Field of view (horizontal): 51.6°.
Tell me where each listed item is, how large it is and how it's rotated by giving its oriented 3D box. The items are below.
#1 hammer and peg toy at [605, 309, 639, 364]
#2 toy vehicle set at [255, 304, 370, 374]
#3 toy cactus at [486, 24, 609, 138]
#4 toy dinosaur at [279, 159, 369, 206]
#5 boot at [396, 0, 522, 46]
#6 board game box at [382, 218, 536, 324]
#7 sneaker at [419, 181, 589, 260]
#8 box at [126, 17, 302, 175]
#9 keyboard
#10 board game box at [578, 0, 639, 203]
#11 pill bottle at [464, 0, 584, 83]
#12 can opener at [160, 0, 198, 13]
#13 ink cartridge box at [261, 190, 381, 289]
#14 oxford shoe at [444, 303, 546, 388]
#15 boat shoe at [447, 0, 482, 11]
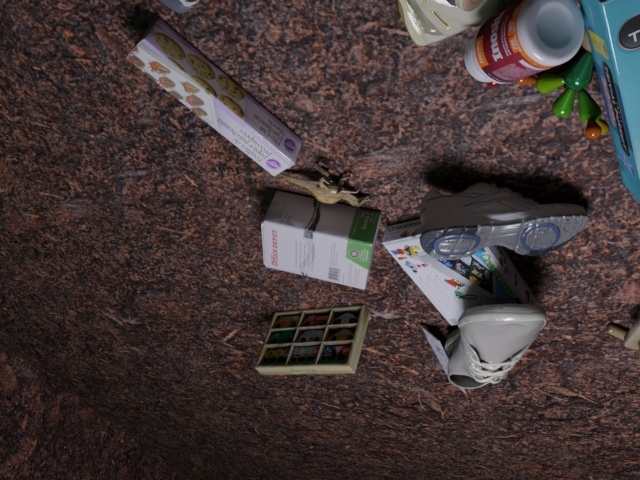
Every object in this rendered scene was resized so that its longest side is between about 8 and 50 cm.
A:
[{"bbox_3d":[0.720,0.188,1.252,0.265,0.127,0.361,13,144,6],"label":"hammer and peg toy"},{"bbox_3d":[-0.019,0.242,1.601,0.266,0.166,0.035,-8,137,31],"label":"toy vehicle set"},{"bbox_3d":[0.350,-0.237,0.885,0.219,0.112,0.180,23,135,7],"label":"toy cactus"},{"bbox_3d":[0.005,-0.102,1.235,0.183,0.053,0.093,18,146,0],"label":"toy dinosaur"},{"bbox_3d":[0.166,-0.344,0.826,0.165,0.077,0.213,-4,146,28],"label":"boot"},{"bbox_3d":[0.284,0.063,1.334,0.193,0.053,0.305,-12,135,35],"label":"board game box"},{"bbox_3d":[0.311,-0.048,1.135,0.297,0.129,0.111,-1,142,-6],"label":"sneaker"},{"bbox_3d":[-0.171,-0.236,1.122,0.324,0.067,0.063,39,139,-25],"label":"box"},{"bbox_3d":[0.304,0.295,1.628,0.014,0.072,0.256,-36,132,-4],"label":"keyboard"},{"bbox_3d":[0.470,-0.216,0.785,0.253,0.079,0.336,-26,131,13],"label":"board game box"},{"bbox_3d":[0.240,-0.241,0.810,0.086,0.086,0.152,29,173,-15],"label":"pill bottle"},{"bbox_3d":[-0.275,-0.428,0.903,0.095,0.076,0.283,-21,128,40],"label":"can opener"},{"bbox_3d":[0.000,0.000,1.336,0.219,0.093,0.160,13,144,6],"label":"ink cartridge box"},{"bbox_3d":[0.352,0.223,1.362,0.169,0.130,0.449,5,159,0],"label":"oxford shoe"},{"bbox_3d":[0.161,-0.400,0.712,0.092,0.103,0.285,22,129,27],"label":"boat shoe"}]
